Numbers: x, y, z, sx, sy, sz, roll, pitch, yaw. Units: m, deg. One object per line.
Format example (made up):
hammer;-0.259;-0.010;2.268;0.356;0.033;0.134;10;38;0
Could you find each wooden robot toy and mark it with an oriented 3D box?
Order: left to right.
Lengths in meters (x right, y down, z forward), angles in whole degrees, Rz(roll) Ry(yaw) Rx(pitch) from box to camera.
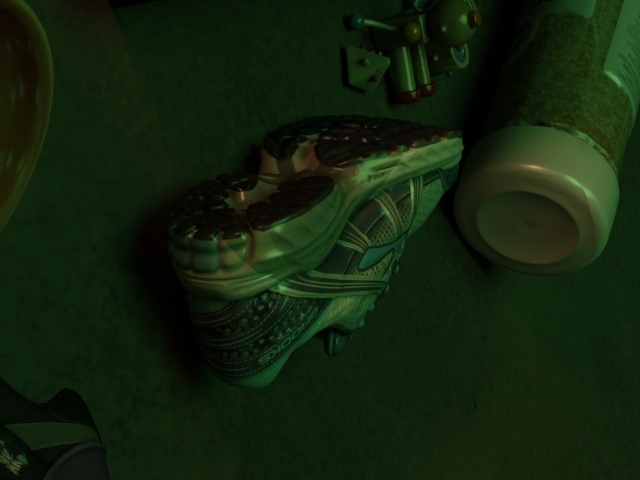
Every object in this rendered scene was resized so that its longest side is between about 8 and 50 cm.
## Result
wooden robot toy;0.089;-0.148;1.116;0.173;0.079;0.076;-30;106;-54

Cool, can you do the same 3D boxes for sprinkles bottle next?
sprinkles bottle;0.208;-0.135;1.248;0.121;0.121;0.355;54;41;-32

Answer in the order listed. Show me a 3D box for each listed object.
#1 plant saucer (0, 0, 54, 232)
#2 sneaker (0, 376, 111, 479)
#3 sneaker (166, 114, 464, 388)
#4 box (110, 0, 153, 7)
plant saucer;-0.193;-0.027;0.628;0.200;0.037;0.200;-46;159;-24
sneaker;-0.197;0.096;0.642;0.283;0.107;0.124;28;44;-53
sneaker;0.000;0.000;0.952;0.283;0.110;0.122;-31;125;-52
box;0.022;-0.338;0.898;0.395;0.097;0.318;-20;102;-24
